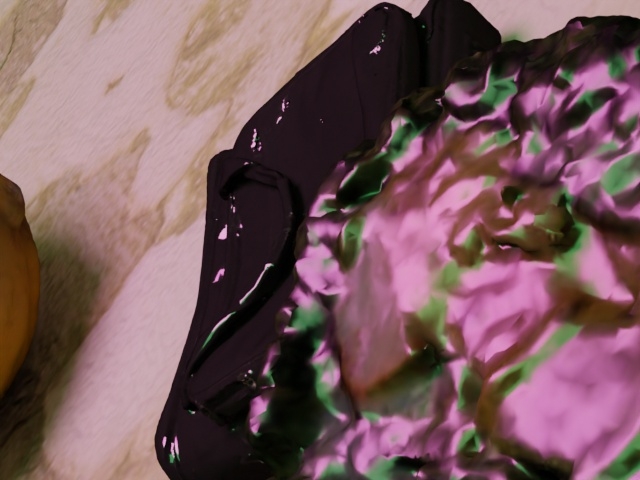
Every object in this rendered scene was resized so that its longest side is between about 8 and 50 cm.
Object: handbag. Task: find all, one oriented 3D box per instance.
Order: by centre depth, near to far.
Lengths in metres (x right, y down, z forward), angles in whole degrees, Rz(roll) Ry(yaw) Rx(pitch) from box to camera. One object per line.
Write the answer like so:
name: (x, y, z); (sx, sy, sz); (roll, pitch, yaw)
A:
handbag: (0.000, 0.000, 1.058); (0.244, 0.088, 0.275); (-34, 38, 39)

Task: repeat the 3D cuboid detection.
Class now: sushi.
sushi: (0.141, 0.063, 0.694); (0.352, 0.178, 0.294); (-4, 61, 50)

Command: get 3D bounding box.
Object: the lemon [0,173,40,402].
lemon: (-0.367, 0.037, 1.318); (0.364, 0.364, 0.364); (-36, 36, 31)
